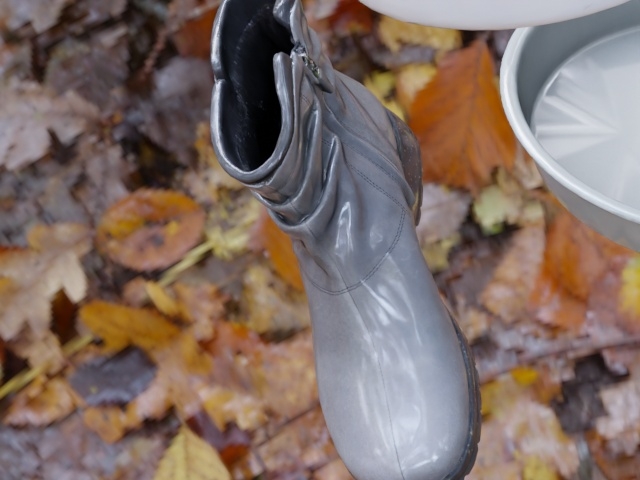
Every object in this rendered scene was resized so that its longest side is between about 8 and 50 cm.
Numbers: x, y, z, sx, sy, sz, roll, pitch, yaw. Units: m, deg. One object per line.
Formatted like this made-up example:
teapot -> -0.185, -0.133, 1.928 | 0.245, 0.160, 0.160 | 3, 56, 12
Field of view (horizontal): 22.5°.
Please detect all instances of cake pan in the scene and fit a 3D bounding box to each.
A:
cake pan -> 0.266, -0.087, 1.071 | 0.293, 0.054, 0.293 | -2, 45, 2

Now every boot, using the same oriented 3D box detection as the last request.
boot -> 0.000, 0.000, 1.086 | 0.118, 0.223, 0.338 | -23, 56, 15

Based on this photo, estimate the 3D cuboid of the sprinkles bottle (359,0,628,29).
sprinkles bottle -> 0.037, -0.239, 0.438 | 0.121, 0.355, 0.121 | -8, 32, 5
